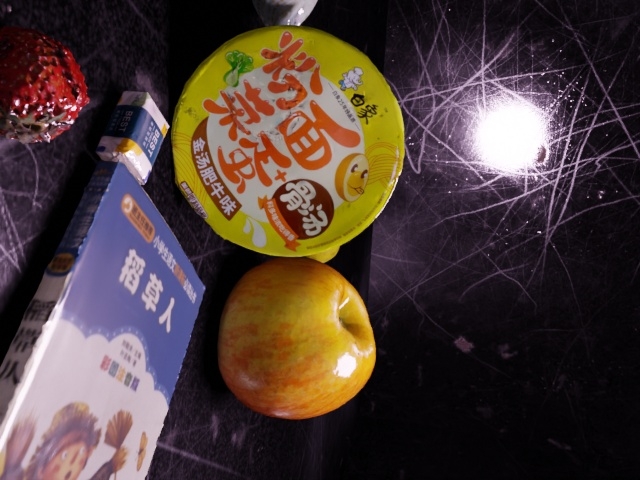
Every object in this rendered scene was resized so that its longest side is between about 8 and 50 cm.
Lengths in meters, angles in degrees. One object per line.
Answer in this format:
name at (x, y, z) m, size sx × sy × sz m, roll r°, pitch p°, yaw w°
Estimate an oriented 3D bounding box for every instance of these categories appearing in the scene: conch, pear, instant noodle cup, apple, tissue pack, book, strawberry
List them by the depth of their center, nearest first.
strawberry at (-0.223, -0.121, 0.443) m, size 0.083 × 0.083 × 0.096 m, roll 65°, pitch 1°, yaw -68°
book at (-0.236, 0.171, 0.609) m, size 0.300 × 0.039 × 0.427 m, roll 76°, pitch 24°, yaw -59°
tissue pack at (-0.201, -0.110, 0.625) m, size 0.062 × 0.042 × 0.083 m, roll 71°, pitch 27°, yaw -59°
instant noodle cup at (-0.040, -0.151, 0.846) m, size 0.221 × 0.312 × 0.311 m, roll -79°, pitch 172°, yaw -71°
conch at (-0.059, -0.433, 0.940) m, size 0.200 × 0.131 × 0.172 m, roll -55°, pitch -169°, yaw -6°
apple at (-0.032, 0.174, 1.028) m, size 0.301 × 0.302 × 0.301 m, roll 6°, pitch 90°, yaw -78°
pear at (0.000, 0.000, 1.481) m, size 0.131 × 0.107 × 0.107 m, roll 78°, pitch 21°, yaw -47°
